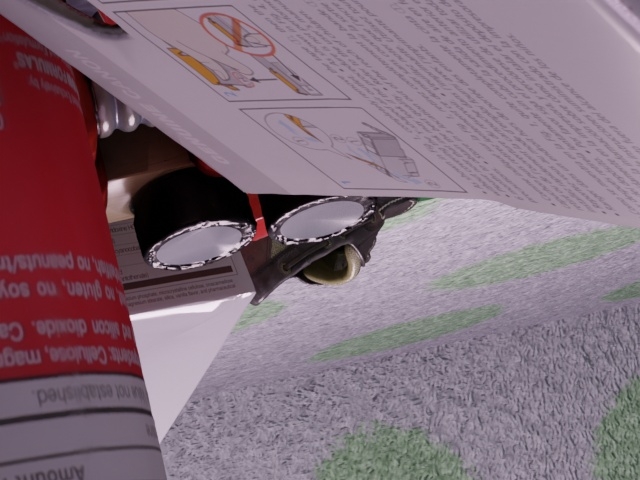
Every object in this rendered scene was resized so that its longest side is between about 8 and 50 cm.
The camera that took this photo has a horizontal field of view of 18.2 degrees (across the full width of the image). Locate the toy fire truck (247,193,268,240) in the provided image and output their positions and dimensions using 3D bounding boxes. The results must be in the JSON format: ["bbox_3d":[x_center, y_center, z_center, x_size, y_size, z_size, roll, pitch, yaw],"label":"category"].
[{"bbox_3d":[-0.036,-0.055,1.144,0.135,0.047,0.192,-23,163,20],"label":"toy fire truck"}]

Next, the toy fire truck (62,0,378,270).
[{"bbox_3d":[-0.066,-0.065,0.874,0.217,0.158,0.246,-12,159,-11],"label":"toy fire truck"}]

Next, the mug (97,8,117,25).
[{"bbox_3d":[-0.001,-0.143,0.672,0.169,0.150,0.113,-12,-150,13],"label":"mug"}]

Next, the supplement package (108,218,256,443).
[{"bbox_3d":[-0.186,0.046,1.110,0.204,0.145,0.262,-9,154,-27],"label":"supplement package"}]

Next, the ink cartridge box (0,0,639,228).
[{"bbox_3d":[-0.024,-0.099,0.515,0.296,0.066,0.261,36,163,-37],"label":"ink cartridge box"}]

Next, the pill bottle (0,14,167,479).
[{"bbox_3d":[-0.173,0.081,0.711,0.229,0.407,0.229,-13,171,-2],"label":"pill bottle"}]

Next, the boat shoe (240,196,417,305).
[{"bbox_3d":[0.000,0.000,1.435,0.080,0.073,0.223,-33,170,37],"label":"boat shoe"}]

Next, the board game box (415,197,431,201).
[{"bbox_3d":[0.183,-0.101,1.283,0.213,0.046,0.317,-12,170,-9],"label":"board game box"}]
